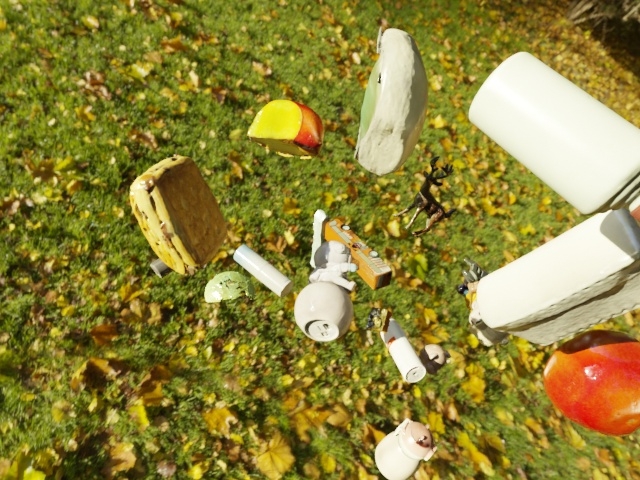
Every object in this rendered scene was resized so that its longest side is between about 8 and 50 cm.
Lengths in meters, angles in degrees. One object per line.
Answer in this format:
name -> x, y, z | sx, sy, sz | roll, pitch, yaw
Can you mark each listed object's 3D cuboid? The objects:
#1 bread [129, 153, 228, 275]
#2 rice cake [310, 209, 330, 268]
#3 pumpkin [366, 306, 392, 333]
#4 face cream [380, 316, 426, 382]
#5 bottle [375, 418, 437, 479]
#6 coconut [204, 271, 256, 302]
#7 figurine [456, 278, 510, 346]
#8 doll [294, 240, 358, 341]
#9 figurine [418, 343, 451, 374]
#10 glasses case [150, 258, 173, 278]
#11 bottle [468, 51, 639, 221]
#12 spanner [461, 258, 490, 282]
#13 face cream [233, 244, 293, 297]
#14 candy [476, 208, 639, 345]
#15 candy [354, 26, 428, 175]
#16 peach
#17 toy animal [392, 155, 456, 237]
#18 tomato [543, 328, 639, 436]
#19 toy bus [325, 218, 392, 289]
bread -> -0.308, -0.055, 0.985 | 0.210, 0.099, 0.235 | -70, 141, -62
rice cake -> 0.000, 0.000, 2.055 | 0.063, 0.336, 0.066 | -26, 51, -29
pumpkin -> 0.200, 0.274, 1.547 | 0.054, 0.074, 0.083 | 33, 67, -40
face cream -> 0.333, 0.443, 1.915 | 0.102, 0.102, 0.345 | 18, 22, -24
bottle -> 0.295, 0.696, 1.510 | 0.147, 0.236, 0.148 | 16, 40, -14
coconut -> -0.291, 0.144, 1.424 | 0.158, 0.055, 0.133 | -16, 55, -20
figurine -> 0.742, 0.315, 2.009 | 0.204, 0.185, 0.332 | 17, 39, -6
doll -> 0.021, 0.110, 1.131 | 0.151, 0.151, 0.287 | 29, 43, -16
figurine -> 0.483, 0.509, 1.932 | 0.138, 0.125, 0.125 | -4, 62, -40
glasses case -> -0.333, 0.023, 1.130 | 0.190, 0.072, 0.042 | -36, 115, -19
bottle -> 0.296, -0.109, 0.523 | 0.104, 0.104, 0.245 | -22, 61, -43
spanner -> 0.616, 0.137, 1.542 | 0.315, 0.024, 0.087 | 17, 52, -16
face cream -> -0.217, 0.114, 1.702 | 0.250, 0.077, 0.077 | 37, 41, 21
candy -> 0.549, 0.093, 0.985 | 0.208, 0.358, 0.145 | 23, 45, -29
candy -> 0.208, -0.402, 1.284 | 0.186, 0.386, 0.427 | 7, 49, 1
peach -> -0.072, -0.335, 1.356 | 0.158, 0.267, 0.154 | 19, 86, -48
toy animal -> 0.380, -0.146, 1.583 | 0.243, 0.260, 0.087 | 36, 11, -45
tomato -> 0.758, 0.391, 1.205 | 0.298, 0.299, 0.226 | 22, 29, -21
toy bus -> 0.145, 0.045, 1.841 | 0.092, 0.093, 0.409 | -16, 39, -25
